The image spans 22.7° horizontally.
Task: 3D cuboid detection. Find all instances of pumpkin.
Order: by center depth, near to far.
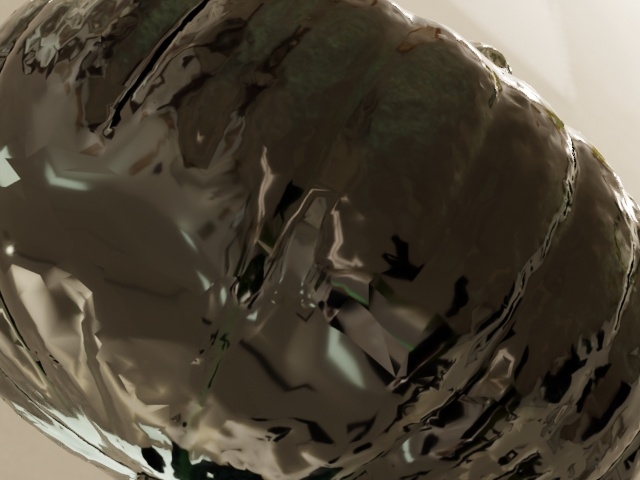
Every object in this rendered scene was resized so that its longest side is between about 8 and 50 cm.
[{"bbox_3d":[-0.007,0.010,0.399,0.194,0.150,0.194,13,180,0],"label":"pumpkin"}]
